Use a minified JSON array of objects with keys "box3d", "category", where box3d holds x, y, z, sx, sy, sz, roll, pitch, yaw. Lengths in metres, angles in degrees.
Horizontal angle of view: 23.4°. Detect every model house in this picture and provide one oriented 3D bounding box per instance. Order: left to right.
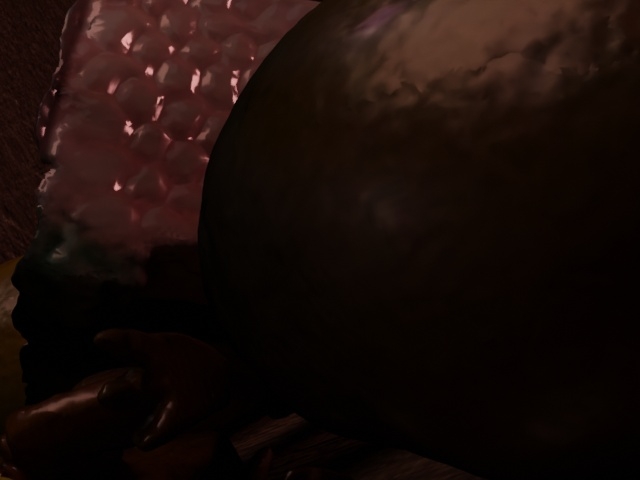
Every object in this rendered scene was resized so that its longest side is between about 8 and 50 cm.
[{"box3d":[-0.020,0.015,0.801,0.237,0.202,0.237,6,-41,-1],"category":"model house"}]

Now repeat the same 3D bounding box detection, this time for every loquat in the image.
[{"box3d":[0.062,-0.012,0.469,0.179,0.179,0.227,-32,17,-34],"category":"loquat"}]

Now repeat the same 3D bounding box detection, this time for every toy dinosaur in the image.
[{"box3d":[-0.072,0.103,0.574,0.208,0.097,0.432,-25,-16,33],"category":"toy dinosaur"}]

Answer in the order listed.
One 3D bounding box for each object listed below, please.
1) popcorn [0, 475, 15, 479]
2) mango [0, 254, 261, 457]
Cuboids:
[{"box3d":[-0.142,0.116,0.347,0.187,0.185,0.167,-44,-32,0],"category":"popcorn"},{"box3d":[-0.123,0.076,1.107,0.365,0.182,0.253,-17,-1,8],"category":"mango"}]
